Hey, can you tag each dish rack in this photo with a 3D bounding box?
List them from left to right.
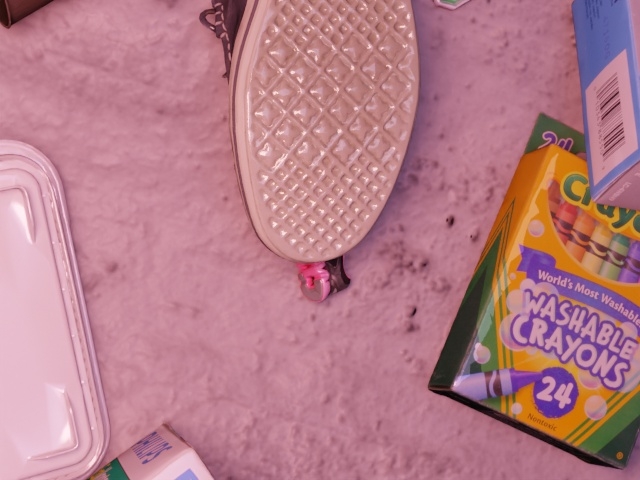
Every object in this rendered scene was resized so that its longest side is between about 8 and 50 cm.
[{"bbox_3d":[-0.337,0.088,1.056,0.285,0.072,0.333,-13,95,-25],"label":"dish rack"}]

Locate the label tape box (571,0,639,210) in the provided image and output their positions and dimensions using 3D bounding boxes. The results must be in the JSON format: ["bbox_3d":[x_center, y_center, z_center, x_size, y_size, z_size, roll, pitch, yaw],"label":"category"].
[{"bbox_3d":[0.444,-0.142,1.236,0.347,0.115,0.249,8,62,-14],"label":"label tape box"}]

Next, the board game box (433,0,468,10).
[{"bbox_3d":[0.192,-0.504,1.281,0.390,0.050,0.390,-32,93,-15],"label":"board game box"}]

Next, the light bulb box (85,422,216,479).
[{"bbox_3d":[-0.164,0.408,1.021,0.361,0.225,0.358,-37,96,-13],"label":"light bulb box"}]

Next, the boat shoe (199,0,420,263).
[{"bbox_3d":[-0.016,-0.228,1.153,0.186,0.156,0.500,-3,88,-20],"label":"boat shoe"}]

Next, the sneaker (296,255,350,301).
[{"bbox_3d":[0.000,0.000,1.198,0.057,0.047,0.119,-11,88,-36],"label":"sneaker"}]

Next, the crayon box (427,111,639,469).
[{"bbox_3d":[0.267,0.045,1.234,0.203,0.083,0.323,25,79,-11],"label":"crayon box"}]

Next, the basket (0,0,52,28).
[{"bbox_3d":[-0.227,-0.330,1.115,0.227,0.154,0.204,-25,92,-18],"label":"basket"}]
